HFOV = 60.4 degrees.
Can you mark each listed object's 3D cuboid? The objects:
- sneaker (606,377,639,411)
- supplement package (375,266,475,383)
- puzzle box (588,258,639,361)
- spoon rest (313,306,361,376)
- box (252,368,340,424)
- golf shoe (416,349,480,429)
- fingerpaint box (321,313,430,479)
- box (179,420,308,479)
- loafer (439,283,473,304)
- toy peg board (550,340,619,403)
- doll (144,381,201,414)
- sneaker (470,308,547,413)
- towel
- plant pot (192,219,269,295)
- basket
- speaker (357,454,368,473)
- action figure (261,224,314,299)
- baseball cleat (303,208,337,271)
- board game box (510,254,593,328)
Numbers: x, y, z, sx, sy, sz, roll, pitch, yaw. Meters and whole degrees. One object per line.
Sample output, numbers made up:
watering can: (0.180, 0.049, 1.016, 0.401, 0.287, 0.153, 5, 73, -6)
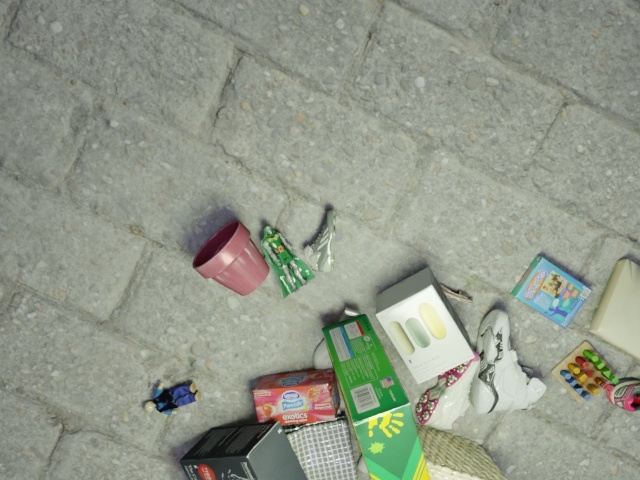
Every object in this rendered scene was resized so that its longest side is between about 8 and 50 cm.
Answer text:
sneaker: (1.136, 0.515, 1.853, 0.299, 0.112, 0.121, -16, 97, -1)
supplement package: (0.323, 0.262, 1.729, 0.199, 0.198, 0.263, -30, 98, 13)
puzzle box: (1.107, 0.278, 1.808, 0.409, 0.052, 0.272, 31, 76, -5)
spoon rest: (0.066, 0.338, 1.816, 0.137, 0.084, 0.276, 18, 110, -3)
box: (-0.075, 0.507, 1.776, 0.257, 0.122, 0.128, -8, 98, 13)
golf shoe: (0.451, 0.501, 1.837, 0.140, 0.115, 0.306, 30, 103, -16)
fingerpaint box: (0.162, 0.492, 1.603, 0.163, 0.445, 0.371, -18, 114, -3)
box: (-0.220, 0.775, 1.737, 0.312, 0.179, 0.343, -20, 99, 34)
loafer: (0.448, 0.178, 1.817, 0.125, 0.045, 0.039, 16, 90, -1)
toy peg board: (0.899, 0.455, 1.853, 0.160, 0.079, 0.161, -43, 97, 4)
doll: (-0.499, 0.525, 1.826, 0.189, 0.046, 0.129, -21, 108, 7)
sneaker: (0.626, 0.403, 1.811, 0.210, 0.137, 0.366, 5, 103, -3)
towel: (-0.002, 0.723, 1.835, 0.235, 0.121, 0.284, -12, 98, -1)
plant pot: (-0.264, 0.068, 1.710, 0.201, 0.201, 0.180, -42, 113, 4)
basket: (0.386, 0.795, 1.756, 0.328, 0.331, 0.266, 19, 95, -5)
speaker: (0.175, 0.722, 1.875, 0.055, 0.055, 0.136, 23, 96, -5)
action figure: (-0.120, 0.053, 1.755, 0.137, 0.063, 0.232, -35, 97, -33)
baseball cleat: (0.000, 0.000, 1.761, 0.109, 0.072, 0.206, 3, 94, 4)
board game box: (0.766, 0.171, 1.824, 0.210, 0.047, 0.160, 33, 96, -6)
